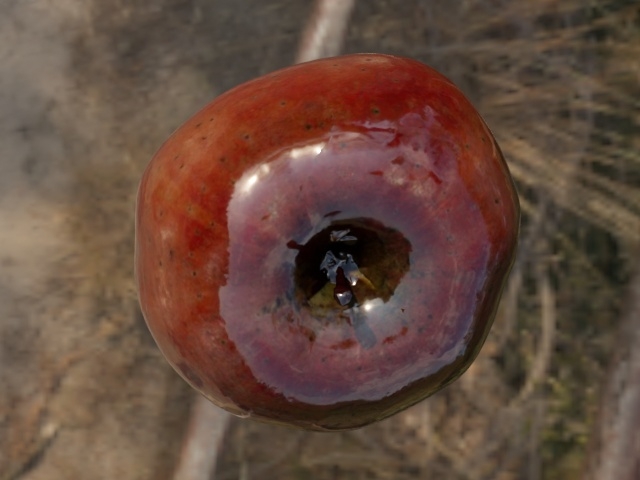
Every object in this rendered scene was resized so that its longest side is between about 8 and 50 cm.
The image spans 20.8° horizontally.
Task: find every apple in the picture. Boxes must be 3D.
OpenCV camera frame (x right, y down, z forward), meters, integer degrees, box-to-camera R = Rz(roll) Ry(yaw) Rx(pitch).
[{"bbox_3d":[-0.002,0.001,1.005,0.234,0.234,0.234,3,86,-46],"label":"apple"}]
